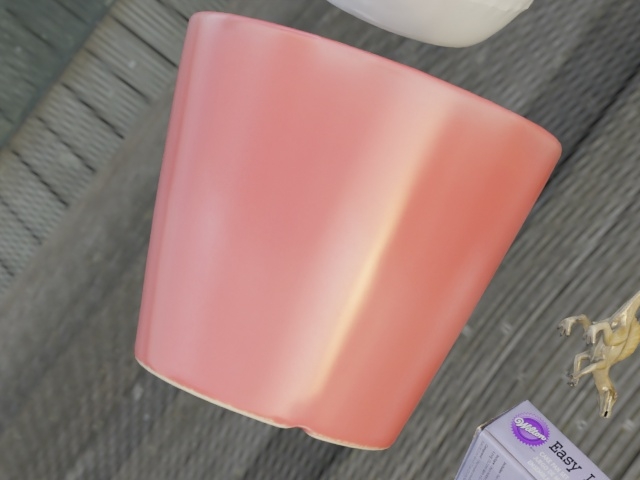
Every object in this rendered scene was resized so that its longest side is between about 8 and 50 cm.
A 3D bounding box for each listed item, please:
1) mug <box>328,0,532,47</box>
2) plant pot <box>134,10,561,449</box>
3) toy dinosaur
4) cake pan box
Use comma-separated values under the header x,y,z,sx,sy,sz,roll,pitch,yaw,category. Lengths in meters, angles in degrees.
x,y,z,sx,sy,sz,roll,pitch,yaw,category
0.114,-0.361,1.149,0.374,0.276,0.328,-97,27,-64,mug
0.000,0.000,0.955,0.275,0.275,0.243,20,90,41,plant pot
0.291,0.092,1.364,0.053,0.092,0.183,50,130,48,toy dinosaur
0.206,0.308,1.187,0.070,0.267,0.246,-26,57,-33,cake pan box
